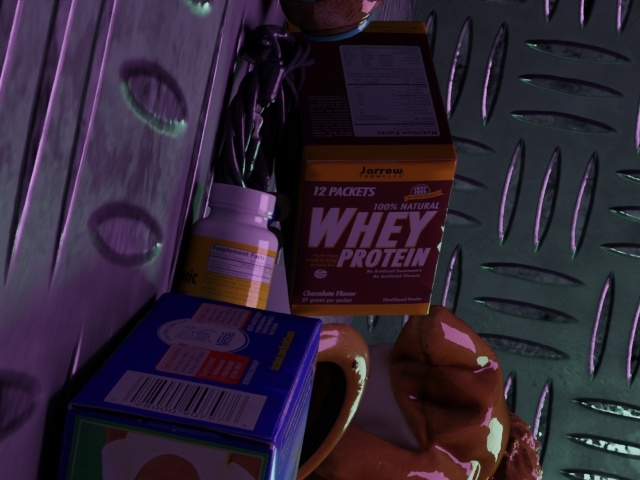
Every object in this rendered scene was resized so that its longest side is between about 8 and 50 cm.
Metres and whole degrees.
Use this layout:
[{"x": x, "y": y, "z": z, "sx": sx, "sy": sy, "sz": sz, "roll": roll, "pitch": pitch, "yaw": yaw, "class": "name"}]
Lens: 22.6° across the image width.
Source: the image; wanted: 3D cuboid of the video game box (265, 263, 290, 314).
[{"x": -0.054, "y": 0.129, "z": 1.671, "sx": 0.187, "sy": 0.048, "sz": 0.205, "roll": 55, "pitch": 46, "yaw": -87, "class": "video game box"}]

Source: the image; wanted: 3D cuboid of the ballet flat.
[{"x": 0.027, "y": -0.310, "z": 1.375, "sx": 0.342, "sy": 0.116, "sz": 0.124, "roll": -69, "pitch": 150, "yaw": -46, "class": "ballet flat"}]

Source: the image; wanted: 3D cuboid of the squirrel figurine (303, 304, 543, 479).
[{"x": 0.094, "y": 0.329, "z": 1.842, "sx": 0.397, "sy": 0.281, "sz": 0.370, "roll": 40, "pitch": 53, "yaw": -36, "class": "squirrel figurine"}]

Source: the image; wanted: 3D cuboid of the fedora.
[{"x": -0.045, "y": 0.137, "z": 1.374, "sx": 0.194, "sy": 0.079, "sz": 0.194, "roll": -30, "pitch": 141, "yaw": -27, "class": "fedora"}]

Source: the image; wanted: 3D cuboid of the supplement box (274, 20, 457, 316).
[{"x": 0.034, "y": -0.065, "z": 1.449, "sx": 0.194, "sy": 0.129, "sz": 0.191, "roll": -98, "pitch": -170, "yaw": -45, "class": "supplement box"}]

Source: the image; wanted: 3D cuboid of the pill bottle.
[{"x": -0.066, "y": 0.021, "z": 1.143, "sx": 0.065, "sy": 0.065, "sz": 0.116, "roll": 50, "pitch": 51, "yaw": -84, "class": "pill bottle"}]

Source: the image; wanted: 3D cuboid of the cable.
[{"x": -0.042, "y": -0.092, "z": 1.279, "sx": 0.184, "sy": 0.047, "sz": 0.150, "roll": 23, "pitch": 79, "yaw": -86, "class": "cable"}]

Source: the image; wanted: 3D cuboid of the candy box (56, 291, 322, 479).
[{"x": -0.091, "y": 0.218, "z": 0.971, "sx": 0.268, "sy": 0.122, "sz": 0.317, "roll": -62, "pitch": 161, "yaw": -78, "class": "candy box"}]

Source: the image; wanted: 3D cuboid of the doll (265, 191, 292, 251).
[{"x": -0.062, "y": 0.033, "z": 1.321, "sx": 0.189, "sy": 0.046, "sz": 0.129, "roll": -76, "pitch": 180, "yaw": -52, "class": "doll"}]
